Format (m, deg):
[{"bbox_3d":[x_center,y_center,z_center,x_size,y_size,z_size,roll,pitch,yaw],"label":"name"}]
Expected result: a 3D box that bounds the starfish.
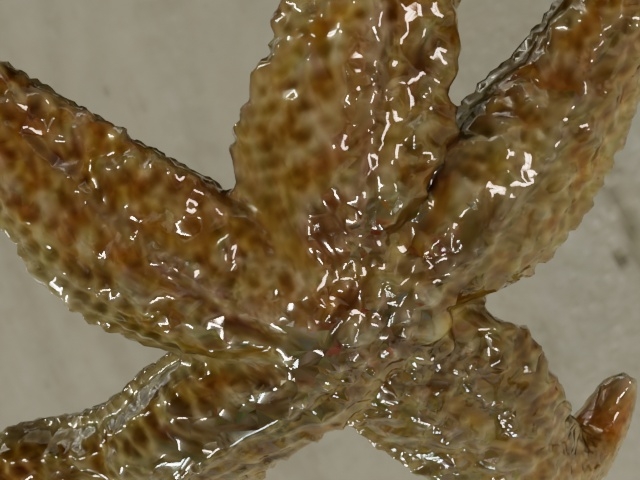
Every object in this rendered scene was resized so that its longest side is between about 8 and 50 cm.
[{"bbox_3d":[0.002,0.007,0.610,0.327,0.375,0.094,47,-164,-30],"label":"starfish"}]
